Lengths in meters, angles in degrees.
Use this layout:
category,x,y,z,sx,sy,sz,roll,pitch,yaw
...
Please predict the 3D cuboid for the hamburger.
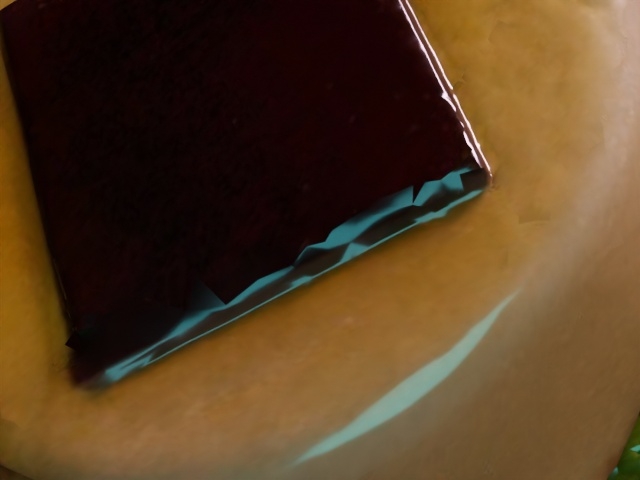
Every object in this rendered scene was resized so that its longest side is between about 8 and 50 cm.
category,x,y,z,sx,sy,sz,roll,pitch,yaw
hamburger,0.000,0.000,0.461,0.302,0.170,0.302,-12,56,18
